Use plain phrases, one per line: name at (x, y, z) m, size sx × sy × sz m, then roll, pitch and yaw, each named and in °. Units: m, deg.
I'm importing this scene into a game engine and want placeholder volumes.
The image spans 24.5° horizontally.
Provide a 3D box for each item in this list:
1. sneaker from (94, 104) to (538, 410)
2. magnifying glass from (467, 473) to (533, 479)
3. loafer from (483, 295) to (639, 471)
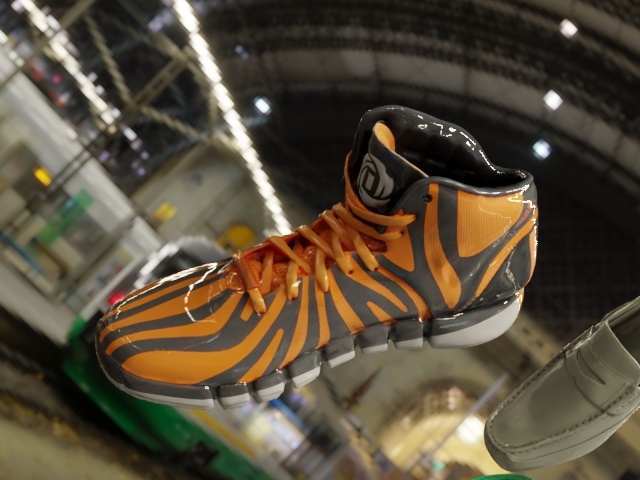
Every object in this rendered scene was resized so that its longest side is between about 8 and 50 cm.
sneaker at (0.000, 0.000, 1.004) m, size 0.180 × 0.321 × 0.125 m, roll 95°, pitch -25°, yaw -45°
magnifying glass at (0.168, 0.336, 1.903) m, size 0.092 × 0.231 × 0.026 m, roll -162°, pitch -114°, yaw -73°
loafer at (0.303, 0.126, 1.532) m, size 0.112 × 0.319 × 0.111 m, roll 55°, pitch 0°, yaw 39°
